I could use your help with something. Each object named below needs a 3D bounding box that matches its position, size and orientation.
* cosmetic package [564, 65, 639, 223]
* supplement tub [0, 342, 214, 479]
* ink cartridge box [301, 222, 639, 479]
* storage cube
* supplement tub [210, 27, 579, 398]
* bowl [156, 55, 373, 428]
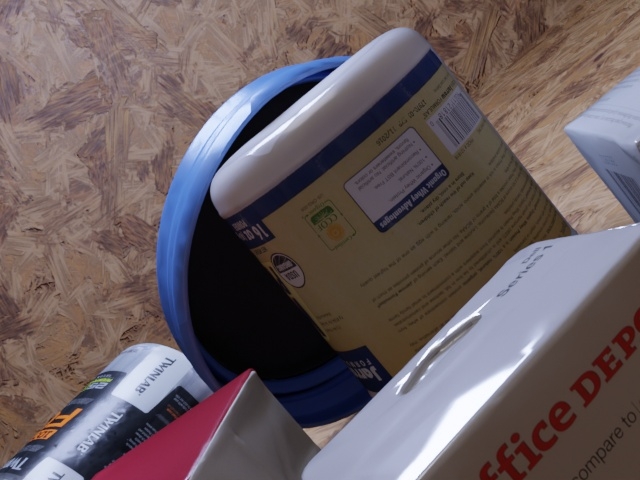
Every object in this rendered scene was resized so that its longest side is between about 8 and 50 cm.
[{"bbox_3d":[0.410,-0.150,0.851,0.385,0.156,0.217,-38,8,6],"label":"cosmetic package"},{"bbox_3d":[-0.266,0.301,1.294,0.207,0.207,0.338,-31,12,48],"label":"supplement tub"},{"bbox_3d":[0.123,0.125,0.414,0.160,0.219,0.092,-43,8,-21],"label":"ink cartridge box"},{"bbox_3d":[-0.089,0.251,0.835,0.193,0.184,0.215,-36,9,22],"label":"storage cube"},{"bbox_3d":[0.083,0.005,0.904,0.228,0.316,0.228,-38,8,7],"label":"supplement tub"},{"bbox_3d":[0.000,0.000,1.112,0.391,0.391,0.077,-43,39,-23],"label":"bowl"}]
